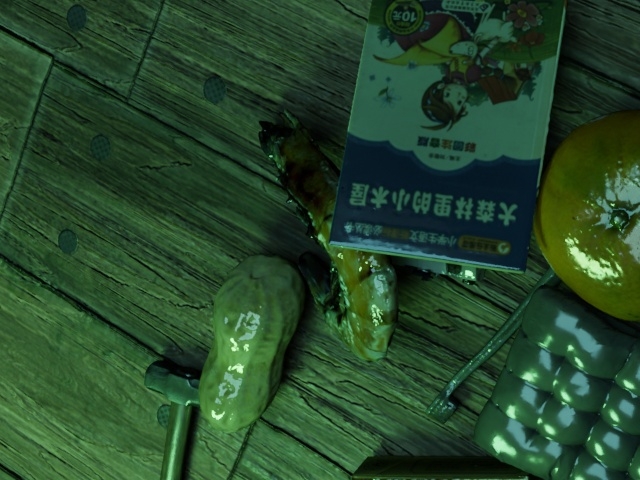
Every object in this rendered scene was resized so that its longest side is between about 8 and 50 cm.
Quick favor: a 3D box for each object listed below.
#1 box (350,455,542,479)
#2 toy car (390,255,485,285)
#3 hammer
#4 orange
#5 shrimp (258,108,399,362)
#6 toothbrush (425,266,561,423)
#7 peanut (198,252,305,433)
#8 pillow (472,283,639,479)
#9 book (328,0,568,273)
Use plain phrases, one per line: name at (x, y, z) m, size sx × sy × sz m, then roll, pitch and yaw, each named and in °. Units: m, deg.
box at (0.165, 0.360, 1.524) m, size 0.240 × 0.071 × 0.159 m, roll -4°, pitch 97°, yaw 25°
toy car at (0.142, -0.103, 1.451) m, size 0.193 × 0.118 × 0.301 m, roll 13°, pitch 101°, yaw 26°
hammer at (-0.220, 0.356, 1.726) m, size 0.111 × 0.043 × 0.366 m, roll 16°, pitch 105°, yaw 23°
orange at (0.351, -0.026, 1.324) m, size 0.240 × 0.171 × 0.240 m, roll 3°, pitch 98°, yaw 23°
shrimp at (0.000, 0.000, 1.511) m, size 0.365 × 0.071 × 0.233 m, roll 56°, pitch 152°, yaw 37°
toothbrush at (0.227, 0.117, 1.483) m, size 0.030 × 0.030 × 0.297 m, roll 40°, pitch 112°, yaw 7°
peanut at (-0.099, 0.139, 1.593) m, size 0.123 × 0.123 × 0.257 m, roll 23°, pitch 104°, yaw 22°
pillow at (0.360, 0.210, 1.394) m, size 0.326 × 0.101 × 0.228 m, roll 28°, pitch 109°, yaw 22°
book at (0.145, -0.134, 1.364) m, size 0.228 × 0.018 × 0.323 m, roll 7°, pitch 81°, yaw 14°
